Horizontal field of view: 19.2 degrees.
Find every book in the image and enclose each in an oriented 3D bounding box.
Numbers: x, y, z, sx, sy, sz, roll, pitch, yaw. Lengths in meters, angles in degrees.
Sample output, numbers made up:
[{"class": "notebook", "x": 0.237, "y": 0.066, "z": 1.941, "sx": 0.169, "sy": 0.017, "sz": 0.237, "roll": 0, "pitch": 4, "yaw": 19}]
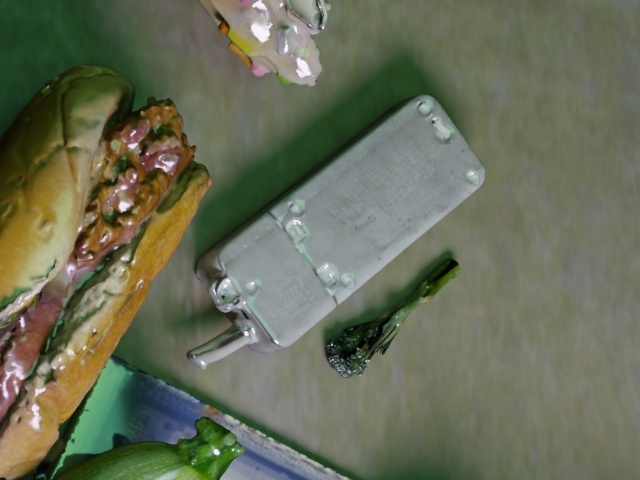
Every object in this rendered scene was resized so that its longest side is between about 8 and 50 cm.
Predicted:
[{"class": "book", "x": -0.067, "y": 0.254, "z": 1.392, "sx": 0.322, "sy": 0.018, "sz": 0.228, "roll": 30, "pitch": 70, "yaw": -16}]

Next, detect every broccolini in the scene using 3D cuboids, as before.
[{"class": "broccolini", "x": 0.056, "y": 0.057, "z": 1.479, "sx": 0.035, "sy": 0.030, "sz": 0.140, "roll": 34, "pitch": 59, "yaw": 24}]

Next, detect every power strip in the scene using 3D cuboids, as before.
[{"class": "power strip", "x": 0.000, "y": 0.000, "z": 1.444, "sx": 0.288, "sy": 0.053, "sz": 0.093, "roll": -38, "pitch": 99, "yaw": -23}]

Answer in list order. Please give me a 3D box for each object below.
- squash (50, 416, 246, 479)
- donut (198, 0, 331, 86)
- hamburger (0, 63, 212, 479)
[{"class": "squash", "x": -0.216, "y": 0.248, "z": 1.259, "sx": 0.395, "sy": 0.107, "sz": 0.107, "roll": -38, "pitch": 98, "yaw": -11}, {"class": "donut", "x": 0.031, "y": -0.297, "z": 1.454, "sx": 0.371, "sy": 0.150, "sz": 0.307, "roll": -25, "pitch": 91, "yaw": -25}, {"class": "hamburger", "x": -0.180, "y": 0.007, "z": 1.308, "sx": 0.155, "sy": 0.245, "sz": 0.282, "roll": 33, "pitch": 26, "yaw": -10}]
